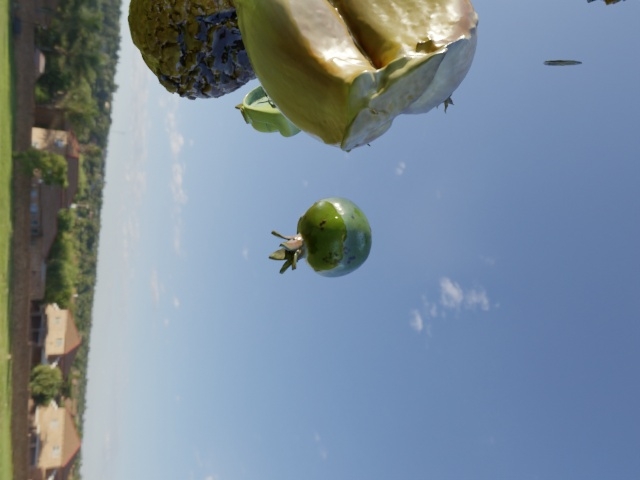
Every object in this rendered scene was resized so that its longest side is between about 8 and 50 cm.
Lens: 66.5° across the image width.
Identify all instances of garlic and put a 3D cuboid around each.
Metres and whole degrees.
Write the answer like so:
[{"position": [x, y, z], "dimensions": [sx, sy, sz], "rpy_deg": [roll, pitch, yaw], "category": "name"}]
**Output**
[{"position": [0.040, -0.265, 0.660], "dimensions": [0.286, 0.250, 0.313], "rpy_deg": [-49, -122, 22], "category": "garlic"}]

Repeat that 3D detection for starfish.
[{"position": [0.389, -0.440, 1.507], "dimensions": [0.016, 0.092, 0.086], "rpy_deg": [33, -22, 49], "category": "starfish"}]

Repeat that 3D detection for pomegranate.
[{"position": [0.000, 0.000, 1.050], "dimensions": [0.181, 0.224, 0.181], "rpy_deg": [35, -49, 52], "category": "pomegranate"}]

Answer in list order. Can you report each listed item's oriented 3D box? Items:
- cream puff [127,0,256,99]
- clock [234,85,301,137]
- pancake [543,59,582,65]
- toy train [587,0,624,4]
[{"position": [-0.222, -0.450, 1.043], "dimensions": [0.231, 0.343, 0.326], "rpy_deg": [39, -77, 38], "category": "cream puff"}, {"position": [-0.160, -0.517, 1.866], "dimensions": [0.349, 0.286, 0.117], "rpy_deg": [17, -39, 38], "category": "clock"}, {"position": [0.730, -0.535, 1.469], "dimensions": [0.115, 0.115, 0.011], "rpy_deg": [-148, -125, -61], "category": "pancake"}, {"position": [0.841, -0.891, 1.460], "dimensions": [0.368, 0.163, 0.232], "rpy_deg": [65, -16, -12], "category": "toy train"}]
